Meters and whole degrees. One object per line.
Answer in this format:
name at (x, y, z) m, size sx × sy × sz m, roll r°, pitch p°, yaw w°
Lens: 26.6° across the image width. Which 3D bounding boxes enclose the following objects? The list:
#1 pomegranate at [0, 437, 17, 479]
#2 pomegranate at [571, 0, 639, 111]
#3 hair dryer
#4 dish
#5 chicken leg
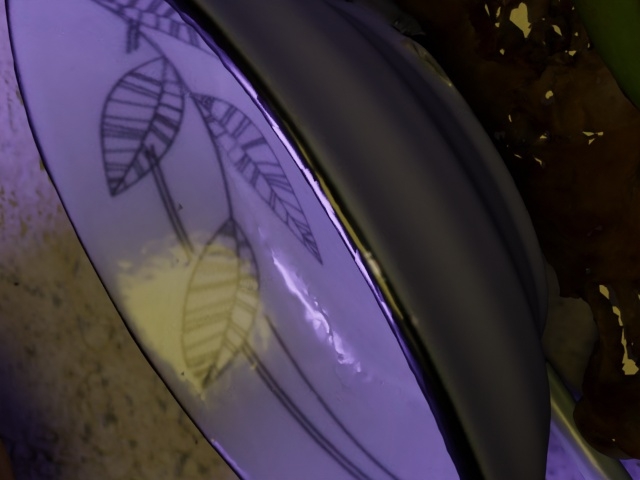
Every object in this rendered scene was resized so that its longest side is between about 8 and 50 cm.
pomegranate at (-0.266, 0.154, 0.685) m, size 0.233 × 0.233 × 0.233 m, roll 7°, pitch 108°, yaw 21°
pomegranate at (0.183, -0.113, 0.401) m, size 0.211 × 0.263 × 0.211 m, roll 1°, pitch 86°, yaw -15°
hair dryer at (0.115, 0.096, 0.606) m, size 0.063 × 0.038 × 0.124 m, roll -38°, pitch 84°, yaw 28°
dish at (0.000, 0.000, 0.535) m, size 0.316 × 0.106 × 0.316 m, roll 47°, pitch 156°, yaw 28°
chicken leg at (0.102, -0.022, 0.552) m, size 0.107 × 0.087 × 0.251 m, roll -10°, pitch 109°, yaw 48°
